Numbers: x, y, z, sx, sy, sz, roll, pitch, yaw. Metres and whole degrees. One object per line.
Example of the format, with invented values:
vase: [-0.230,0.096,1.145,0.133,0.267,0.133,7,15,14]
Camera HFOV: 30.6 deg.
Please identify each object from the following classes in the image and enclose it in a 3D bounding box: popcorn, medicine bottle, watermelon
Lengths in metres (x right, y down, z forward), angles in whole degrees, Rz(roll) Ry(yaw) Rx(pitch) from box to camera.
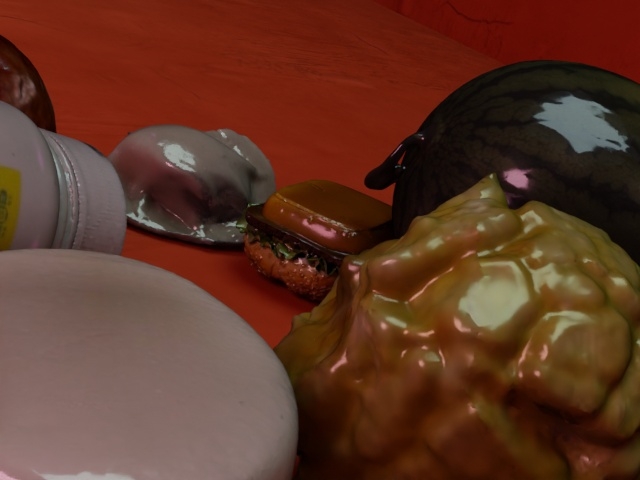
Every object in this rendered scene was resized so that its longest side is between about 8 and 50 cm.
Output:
popcorn: [0.091,0.079,0.702,0.249,0.249,0.225,23,49,7]
medicine bottle: [-0.240,-0.025,0.673,0.143,0.143,0.258,31,9,29]
watermelon: [0.215,-0.016,1.038,0.359,0.279,0.279,27,15,-20]

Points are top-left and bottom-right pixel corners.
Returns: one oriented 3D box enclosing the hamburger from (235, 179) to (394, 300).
hamburger: [0.000,0.000,1.080,0.137,0.087,0.166,27,18,21]

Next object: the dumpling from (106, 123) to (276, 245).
dumpling: [-0.122,-0.052,1.115,0.176,0.092,0.150,4,38,-52]

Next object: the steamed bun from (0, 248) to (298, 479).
steamed bun: [-0.103,0.110,0.569,0.164,0.146,0.242,10,20,-20]

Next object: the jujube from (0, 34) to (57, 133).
jujube: [-0.316,-0.071,0.831,0.190,0.190,0.255,30,28,28]
